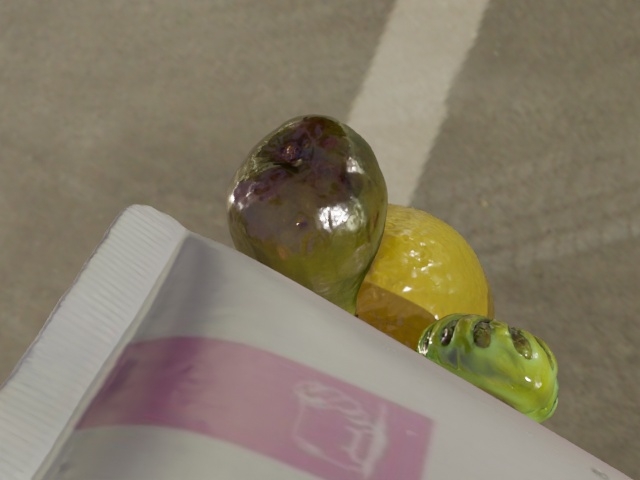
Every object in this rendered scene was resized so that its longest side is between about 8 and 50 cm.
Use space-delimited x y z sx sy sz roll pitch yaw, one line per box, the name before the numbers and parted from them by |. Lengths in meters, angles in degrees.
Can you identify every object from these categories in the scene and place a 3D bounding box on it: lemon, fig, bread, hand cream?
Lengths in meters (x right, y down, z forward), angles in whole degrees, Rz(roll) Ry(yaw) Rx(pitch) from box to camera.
lemon | 0.060 0.077 1.501 0.236 0.236 0.263 -58 16 -1
fig | 0.012 -0.007 1.212 0.126 0.185 0.133 -25 30 39
bread | 0.147 0.110 1.293 0.130 0.139 0.071 7 64 37
hand cream | 0.076 0.120 0.398 0.359 0.185 0.118 33 119 -6
